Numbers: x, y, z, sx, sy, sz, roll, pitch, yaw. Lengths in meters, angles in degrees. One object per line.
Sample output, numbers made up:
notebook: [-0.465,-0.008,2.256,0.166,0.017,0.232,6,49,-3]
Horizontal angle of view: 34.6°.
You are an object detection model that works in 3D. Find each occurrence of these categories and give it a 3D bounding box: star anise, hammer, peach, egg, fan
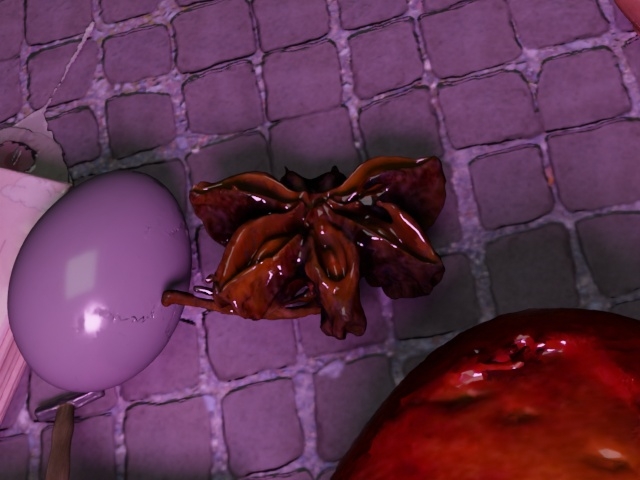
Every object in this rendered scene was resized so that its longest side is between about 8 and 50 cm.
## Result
star anise: [0.000,0.000,0.859,0.220,0.126,0.190,6,56,14]
hammer: [-0.205,0.172,0.822,0.062,0.013,0.199,-21,21,-3]
peach: [0.162,0.227,0.643,0.339,0.353,0.416,18,30,14]
egg: [-0.185,0.032,0.876,0.146,0.146,0.198,14,75,20]
fan: [-0.300,-0.098,1.042,0.182,0.010,0.310,15,71,21]

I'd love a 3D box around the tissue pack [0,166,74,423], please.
tissue pack: [-0.345,0.083,0.933,0.170,0.071,0.325,13,72,22]

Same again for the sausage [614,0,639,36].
sausage: [0.378,-0.156,0.859,0.304,0.078,0.078,35,78,25]
